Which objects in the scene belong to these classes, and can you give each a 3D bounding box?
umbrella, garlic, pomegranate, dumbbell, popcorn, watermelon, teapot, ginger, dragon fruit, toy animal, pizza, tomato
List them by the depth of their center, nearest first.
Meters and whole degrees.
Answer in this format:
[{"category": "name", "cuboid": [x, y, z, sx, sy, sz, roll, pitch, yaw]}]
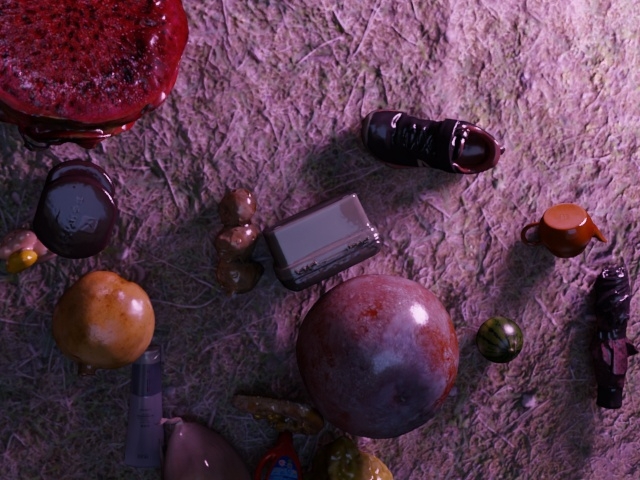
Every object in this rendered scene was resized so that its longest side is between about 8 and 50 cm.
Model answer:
[{"category": "dragon fruit", "cuboid": [-0.417, -0.324, 1.329, 0.386, 0.249, 0.371, 43, 64, -6]}, {"category": "dumbbell", "cuboid": [-0.420, -0.059, 1.405, 0.124, 0.225, 0.140, 16, 100, -18]}, {"category": "toy animal", "cuboid": [-0.532, 0.008, 1.473, 0.114, 0.091, 0.082, -23, 92, -5]}, {"category": "pomegranate", "cuboid": [-0.397, 0.160, 1.487, 0.196, 0.196, 0.196, -3, 103, -12]}, {"category": "ginger", "cuboid": [-0.158, 0.002, 1.556, 0.104, 0.080, 0.204, -16, 109, -42]}, {"category": "tomato", "cuboid": [0.109, 0.218, 1.564, 0.316, 0.282, 0.317, -7, 115, -14]}, {"category": "garlic", "cuboid": [-0.262, 0.513, 1.586, 0.231, 0.246, 0.340, -26, 82, 22]}, {"category": "pizza", "cuboid": [-0.088, 0.347, 1.628, 0.195, 0.185, 0.052, 12, 65, 12]}, {"category": "popcorn", "cuboid": [0.040, 0.528, 1.660, 0.236, 0.206, 0.252, -17, 95, 6]}, {"category": "teapot", "cuboid": [0.505, -0.010, 1.692, 0.173, 0.116, 0.116, -4, 105, 16]}, {"category": "watermelon", "cuboid": [0.378, 0.212, 1.707, 0.109, 0.109, 0.109, -3, 103, -12]}, {"category": "umbrella", "cuboid": [0.630, 0.217, 1.772, 0.094, 0.090, 0.326, -11, 106, -33]}]

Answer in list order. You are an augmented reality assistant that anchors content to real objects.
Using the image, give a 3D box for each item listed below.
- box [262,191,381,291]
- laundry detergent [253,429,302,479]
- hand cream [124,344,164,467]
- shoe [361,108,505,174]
[{"category": "box", "cuboid": [0.000, 0.000, 1.557, 0.210, 0.148, 0.129, -25, 99, -8]}, {"category": "laundry detergent", "cuboid": [-0.083, 0.460, 1.643, 0.097, 0.165, 0.049, 8, 138, -5]}, {"category": "hand cream", "cuboid": [-0.344, 0.332, 1.606, 0.079, 0.048, 0.255, 2, 105, -8]}, {"category": "shoe", "cuboid": [0.221, -0.181, 1.566, 0.290, 0.137, 0.114, 7, 100, -13]}]
